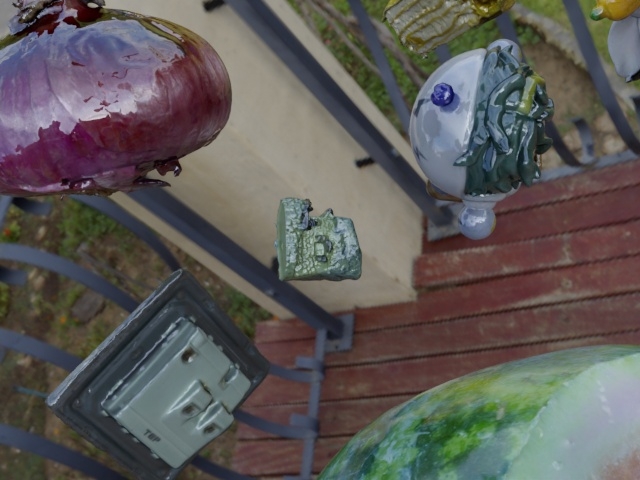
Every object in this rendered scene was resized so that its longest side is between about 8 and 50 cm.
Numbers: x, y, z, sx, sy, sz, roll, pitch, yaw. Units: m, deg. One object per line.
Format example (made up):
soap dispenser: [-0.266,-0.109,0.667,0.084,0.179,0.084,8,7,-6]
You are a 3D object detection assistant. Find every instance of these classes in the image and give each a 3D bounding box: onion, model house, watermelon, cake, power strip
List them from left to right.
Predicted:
onion: [-0.288,-0.194,1.037,0.348,0.285,0.347,-14,18,5]
power strip: [-0.199,0.208,1.171,0.251,0.257,0.092,-43,40,-9]
model house: [0.000,0.000,0.829,0.066,0.083,0.078,136,133,-74]
watermelon: [0.064,0.184,0.429,0.224,0.305,0.180,-26,62,-37]
cake: [0.137,-0.244,0.790,0.116,0.080,0.185,-50,9,-10]

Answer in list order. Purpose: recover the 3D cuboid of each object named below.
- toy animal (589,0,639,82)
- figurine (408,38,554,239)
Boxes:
toy animal: [0.293,-0.210,0.723,0.182,0.127,0.131,-27,35,55]
figurine: [0.211,-0.128,1.135,0.186,0.382,0.261,-6,82,4]
